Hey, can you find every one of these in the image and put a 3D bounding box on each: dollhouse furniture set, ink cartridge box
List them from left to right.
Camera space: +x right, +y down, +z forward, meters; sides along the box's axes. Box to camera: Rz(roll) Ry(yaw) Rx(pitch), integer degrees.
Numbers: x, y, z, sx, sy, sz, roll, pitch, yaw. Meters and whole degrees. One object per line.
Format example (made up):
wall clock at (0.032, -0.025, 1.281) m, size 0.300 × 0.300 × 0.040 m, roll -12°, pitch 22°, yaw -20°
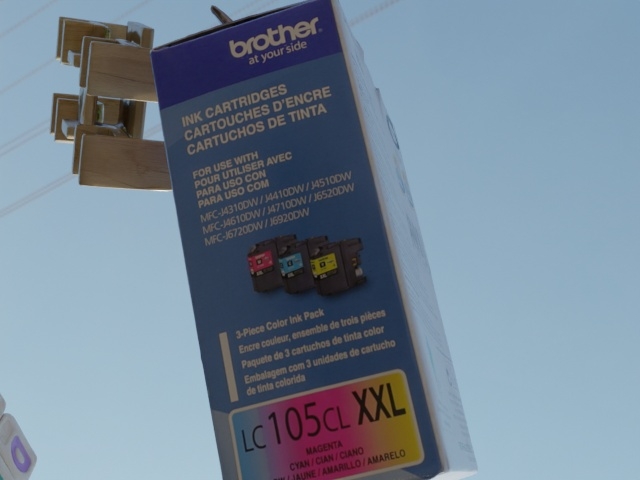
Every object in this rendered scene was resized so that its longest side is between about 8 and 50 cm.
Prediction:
dollhouse furniture set at (-0.144, -0.177, 0.847) m, size 0.212 × 0.161 × 0.242 m, roll -142°, pitch -122°, yaw -62°
ink cartridge box at (0.000, 0.000, 0.725) m, size 0.151 × 0.270 × 0.395 m, roll -13°, pitch -107°, yaw 10°

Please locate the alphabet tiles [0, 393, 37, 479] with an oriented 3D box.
alphabet tiles at (-0.324, 0.221, 0.813) m, size 0.021 × 0.284 × 0.278 m, roll -18°, pitch -70°, yaw 6°
